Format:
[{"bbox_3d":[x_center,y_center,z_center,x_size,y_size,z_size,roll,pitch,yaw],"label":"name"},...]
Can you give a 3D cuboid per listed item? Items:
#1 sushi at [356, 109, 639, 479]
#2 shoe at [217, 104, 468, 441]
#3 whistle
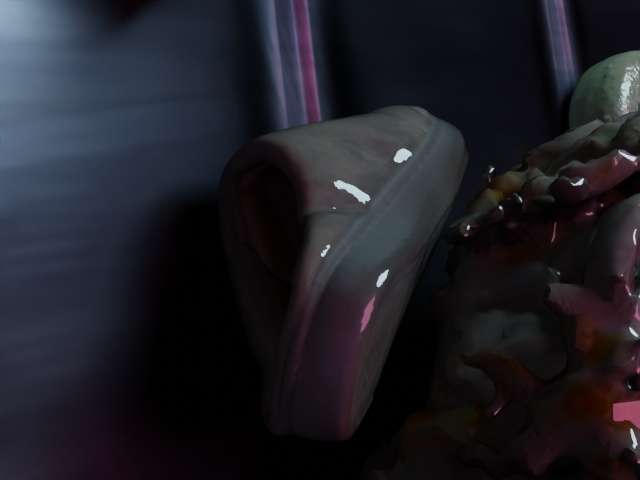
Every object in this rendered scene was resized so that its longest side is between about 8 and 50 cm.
[{"bbox_3d":[0.154,0.132,0.762,0.417,0.175,0.418,-13,90,-69],"label":"sushi"},{"bbox_3d":[0.000,0.000,0.687,0.251,0.100,0.103,-65,177,-68],"label":"shoe"},{"bbox_3d":[0.218,-0.030,1.099,0.126,0.067,0.258,33,54,-34],"label":"whistle"}]
